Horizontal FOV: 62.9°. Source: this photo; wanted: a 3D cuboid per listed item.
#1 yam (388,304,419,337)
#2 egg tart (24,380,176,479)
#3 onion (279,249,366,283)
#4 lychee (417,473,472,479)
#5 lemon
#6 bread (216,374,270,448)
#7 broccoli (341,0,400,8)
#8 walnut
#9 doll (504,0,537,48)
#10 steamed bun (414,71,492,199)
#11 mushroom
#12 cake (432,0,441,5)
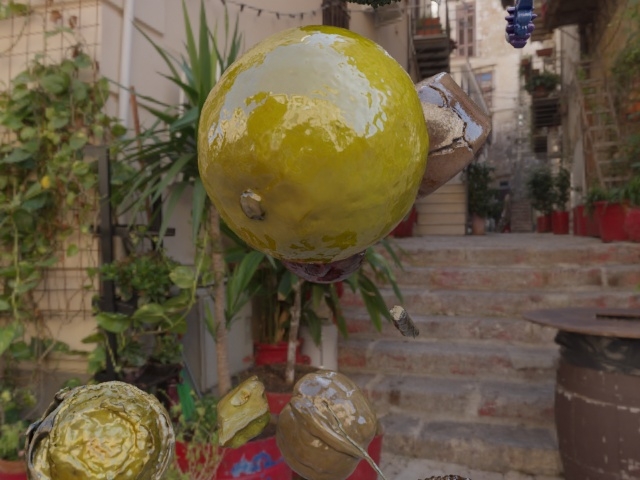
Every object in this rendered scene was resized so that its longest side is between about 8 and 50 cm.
[{"bbox_3d":[0.125,0.123,0.749,0.029,0.027,0.234,15,-11,20],"label":"yam"},{"bbox_3d":[-0.434,0.403,1.035,0.291,0.290,0.107,1,-23,-24],"label":"egg tart"},{"bbox_3d":[0.000,0.000,1.261,0.246,0.190,0.246,4,-44,4],"label":"onion"},{"bbox_3d":[0.220,0.550,0.911,0.267,0.267,0.267,0,-1,0],"label":"lychee"},{"bbox_3d":[-0.011,-0.128,0.743,0.348,0.348,0.348,0,-1,0],"label":"lemon"},{"bbox_3d":[-0.209,0.472,1.439,0.161,0.088,0.233,-30,21,-5],"label":"bread"},{"bbox_3d":[0.075,-0.528,0.907,0.288,0.235,0.260,10,-34,-16],"label":"broccoli"},{"bbox_3d":[0.018,0.529,1.481,0.285,0.296,0.285,34,-5,4],"label":"walnut"},{"bbox_3d":[0.434,-0.485,1.131,0.067,0.110,0.206,5,-11,14],"label":"doll"},{"bbox_3d":[0.280,-0.264,1.299,0.251,0.301,0.199,45,-14,-15],"label":"steamed bun"},{"bbox_3d":[0.089,0.462,1.133,0.026,0.286,0.028,-37,-7,27],"label":"mushroom"},{"bbox_3d":[0.288,-0.653,1.348,0.052,0.121,0.065,19,-20,-36],"label":"cake"}]
